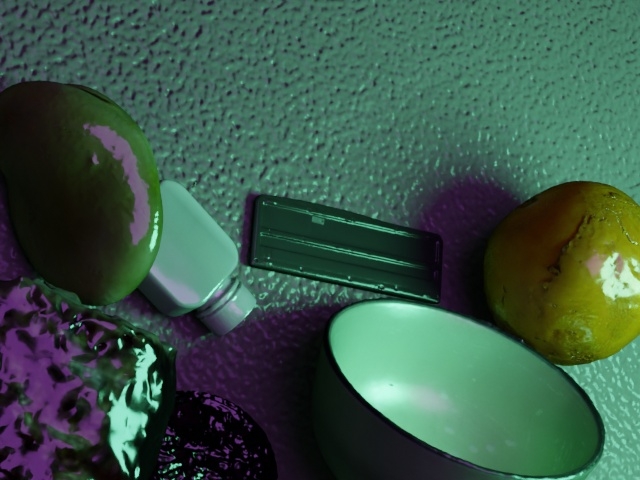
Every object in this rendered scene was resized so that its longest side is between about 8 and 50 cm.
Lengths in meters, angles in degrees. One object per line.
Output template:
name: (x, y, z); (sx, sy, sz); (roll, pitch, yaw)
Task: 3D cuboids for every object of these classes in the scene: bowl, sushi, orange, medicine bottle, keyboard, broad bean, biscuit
bowl: (0.137, 0.237, 1.869); (0.354, 0.354, 0.185); (8, 118, -28)
sushi: (-0.301, 0.199, 1.607); (0.299, 0.281, 0.294); (21, 72, -30)
orange: (0.323, 0.041, 2.027); (0.240, 0.240, 0.240); (7, 75, -28)
medicine bottle: (-0.158, 0.025, 1.855); (0.183, 0.069, 0.119); (47, 52, -11)
keyboard: (-0.008, 0.002, 1.971); (0.381, 0.041, 0.103); (15, 71, -33)
broad bean: (-0.263, -0.058, 1.766); (0.263, 0.189, 0.121); (68, 20, 0)
biscuit: (-0.135, 0.253, 1.789); (0.194, 0.053, 0.194); (19, 43, -19)
